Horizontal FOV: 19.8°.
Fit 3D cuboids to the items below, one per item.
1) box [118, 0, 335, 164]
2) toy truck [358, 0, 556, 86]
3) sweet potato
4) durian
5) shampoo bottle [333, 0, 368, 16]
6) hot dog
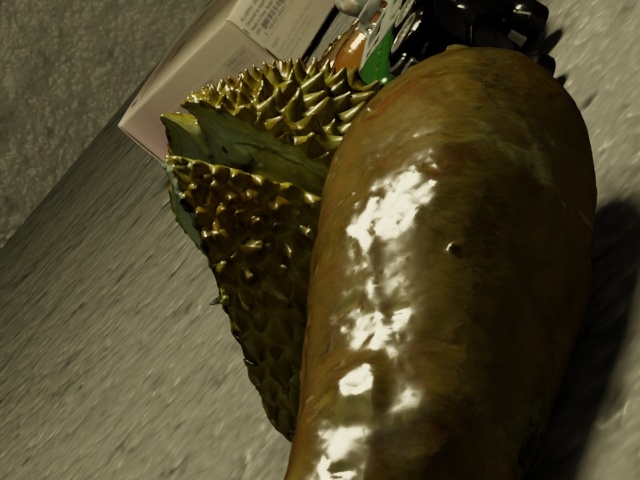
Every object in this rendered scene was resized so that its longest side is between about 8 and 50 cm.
[{"bbox_3d":[-0.091,-0.215,2.058,0.251,0.106,0.203,-38,18,47],"label":"box"},{"bbox_3d":[0.072,-0.096,1.140,0.125,0.101,0.242,-57,10,27],"label":"toy truck"},{"bbox_3d":[0.039,0.049,0.768,0.130,0.130,0.423,-38,21,42],"label":"sweet potato"},{"bbox_3d":[0.000,0.000,0.996,0.137,0.193,0.237,-23,-7,-6],"label":"durian"},{"bbox_3d":[0.051,-0.267,1.844,0.099,0.043,0.072,-56,14,-27],"label":"shampoo bottle"},{"bbox_3d":[0.028,-0.147,1.532,0.140,0.060,0.090,-51,7,12],"label":"hot dog"}]
